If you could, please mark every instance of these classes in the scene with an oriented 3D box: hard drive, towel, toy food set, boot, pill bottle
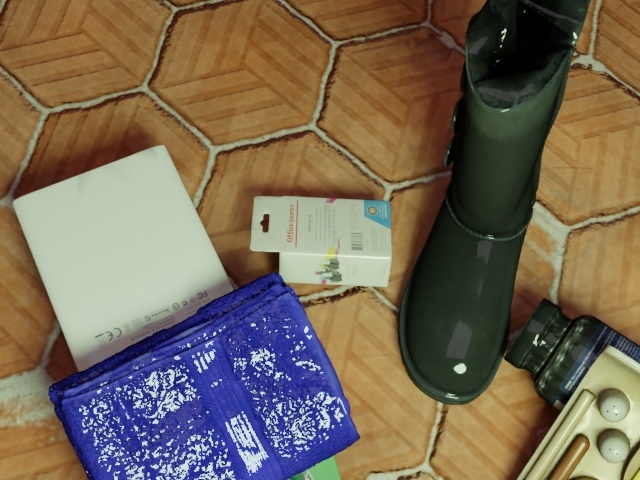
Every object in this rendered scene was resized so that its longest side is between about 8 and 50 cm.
[{"bbox_3d":[-0.232,0.049,1.319,0.210,0.040,0.318,-22,67,-13],"label":"hard drive"},{"bbox_3d":[-0.128,0.196,1.202,0.308,0.076,0.227,-27,84,-13],"label":"towel"},{"bbox_3d":[0.335,0.303,1.184,0.220,0.092,0.306,33,99,13],"label":"toy food set"},{"bbox_3d":[0.196,-0.049,1.213,0.146,0.445,0.367,12,64,3],"label":"boot"},{"bbox_3d":[0.342,0.169,1.293,0.219,0.123,0.123,34,67,13],"label":"pill bottle"}]

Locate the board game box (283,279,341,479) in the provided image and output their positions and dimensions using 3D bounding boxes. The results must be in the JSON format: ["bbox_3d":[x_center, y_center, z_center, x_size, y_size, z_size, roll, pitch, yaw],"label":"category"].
[{"bbox_3d":[-0.106,0.219,1.289,0.213,0.046,0.317,-12,65,-10],"label":"board game box"}]

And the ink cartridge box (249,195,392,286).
[{"bbox_3d":[0.000,0.000,1.381,0.181,0.061,0.104,3,47,-2],"label":"ink cartridge box"}]
